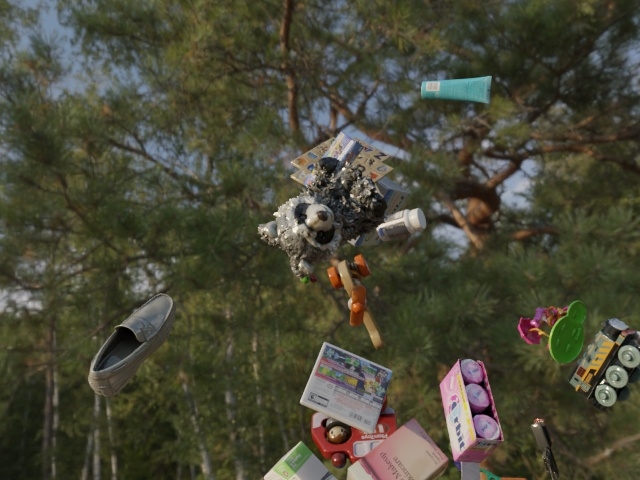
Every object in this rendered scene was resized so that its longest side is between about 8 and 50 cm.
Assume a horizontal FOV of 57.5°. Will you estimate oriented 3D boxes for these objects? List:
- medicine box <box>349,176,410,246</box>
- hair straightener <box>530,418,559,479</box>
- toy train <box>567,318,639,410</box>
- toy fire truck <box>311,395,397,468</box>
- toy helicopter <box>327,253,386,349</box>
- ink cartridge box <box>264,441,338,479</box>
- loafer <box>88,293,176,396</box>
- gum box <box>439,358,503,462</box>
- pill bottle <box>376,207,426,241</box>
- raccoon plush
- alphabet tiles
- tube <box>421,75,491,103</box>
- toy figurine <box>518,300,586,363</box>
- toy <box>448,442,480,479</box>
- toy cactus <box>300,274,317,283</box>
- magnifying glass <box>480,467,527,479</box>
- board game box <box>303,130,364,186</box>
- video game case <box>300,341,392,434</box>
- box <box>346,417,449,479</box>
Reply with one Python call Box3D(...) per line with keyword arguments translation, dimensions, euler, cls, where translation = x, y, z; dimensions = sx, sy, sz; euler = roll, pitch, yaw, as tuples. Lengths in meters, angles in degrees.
Box3D(translation=(0.197, -0.125, 2.325), dimensions=(0.263, 0.149, 0.289), euler=(-60, -21, 14), cls="medicine box")
Box3D(translation=(0.786, 0.752, 2.048), dimensions=(0.047, 0.230, 0.089), euler=(-15, -3, 37), cls="hair straightener")
Box3D(translation=(1.028, 0.440, 2.075), dimensions=(0.142, 0.190, 0.333), euler=(-3, -59, -37), cls="toy train")
Box3D(translation=(0.120, 0.646, 1.963), dimensions=(0.302, 0.254, 0.169), euler=(-5, -61, 3), cls="toy fire truck")
Box3D(translation=(0.151, 0.235, 2.063), dimensions=(0.140, 0.355, 0.235), euler=(-24, 11, 6), cls="toy helicopter")
Box3D(translation=(-0.044, 0.887, 2.092), dimensions=(0.115, 0.273, 0.198), euler=(-35, -15, -45), cls="ink cartridge box")
Box3D(translation=(-0.473, 0.249, 1.496), dimensions=(0.112, 0.319, 0.111), euler=(16, -44, 11), cls="loafer")
Box3D(translation=(0.311, 0.351, 1.223), dimensions=(0.062, 0.188, 0.107), euler=(8, -45, -11), cls="gum box")
Box3D(translation=(0.246, -0.050, 1.778), dimensions=(0.137, 0.078, 0.078), euler=(-16, -22, 28), cls="pill bottle")
Box3D(translation=(0.000, 0.000, 1.497), dimensions=(0.299, 0.216, 0.446), euler=(-45, -20, -20), cls="raccoon plush")
Box3D(translation=(0.075, -0.258, 2.032), dimensions=(0.343, 0.285, 0.011), euler=(-35, -35, -34), cls="alphabet tiles")
Box3D(translation=(0.417, -0.465, 1.800), dimensions=(0.207, 0.080, 0.052), euler=(5, 18, 19), cls="tube")
Box3D(translation=(0.620, 0.233, 1.601), dimensions=(0.130, 0.173, 0.159), euler=(25, -6, -27), cls="toy figurine")
Box3D(translation=(0.389, 0.561, 1.606), dimensions=(0.056, 0.237, 0.137), euler=(-13, -34, 33), cls="toy")
Box3D(translation=(-0.042, 0.054, 1.831), dimensions=(0.112, 0.219, 0.180), euler=(-11, -35, -7), cls="toy cactus")
Box3D(translation=(0.633, 0.872, 2.110), dimensions=(0.231, 0.092, 0.026), euler=(-19, -53, 40), cls="magnifying glass")
Box3D(translation=(0.036, -0.223, 1.743), dimensions=(0.035, 0.136, 0.201), euler=(32, -80, -26), cls="board game box")
Box3D(translation=(0.071, 0.383, 1.527), dimensions=(0.201, 0.183, 0.023), euler=(23, -36, 3), cls="video game case")
Box3D(translation=(0.205, 0.617, 1.564), dimensions=(0.232, 0.148, 0.126), euler=(-31, -31, -20), cls="box")
